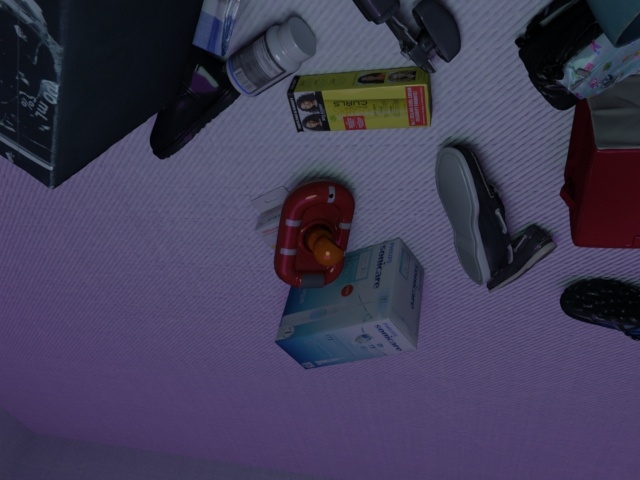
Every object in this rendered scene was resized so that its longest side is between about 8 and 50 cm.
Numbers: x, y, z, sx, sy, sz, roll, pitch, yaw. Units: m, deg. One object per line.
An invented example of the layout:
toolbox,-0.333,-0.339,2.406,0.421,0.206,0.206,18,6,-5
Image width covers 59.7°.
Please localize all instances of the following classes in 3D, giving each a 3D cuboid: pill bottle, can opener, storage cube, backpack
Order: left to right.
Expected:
pill bottle,-0.079,-0.292,0.890,0.137,0.078,0.078,-20,128,34
can opener,0.097,-0.356,0.788,0.095,0.076,0.283,-41,120,8
backpack,0.369,-0.271,0.742,0.115,0.152,0.182,31,126,-28
storage cube,0.481,-0.117,0.834,0.214,0.184,0.193,2,137,16

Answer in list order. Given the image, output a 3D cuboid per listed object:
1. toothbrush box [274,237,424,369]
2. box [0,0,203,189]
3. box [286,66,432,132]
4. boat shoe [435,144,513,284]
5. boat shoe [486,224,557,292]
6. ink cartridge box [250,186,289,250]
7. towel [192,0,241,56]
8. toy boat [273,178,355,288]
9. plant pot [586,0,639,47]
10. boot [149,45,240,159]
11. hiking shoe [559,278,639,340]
toothbrush box,0.068,0.146,1.238,0.295,0.217,0.126,-16,131,33
box,-0.376,-0.404,0.608,0.471,0.297,0.480,32,136,-1
box,0.067,-0.232,0.929,0.232,0.058,0.087,1,137,16
boat shoe,0.293,-0.056,1.039,0.091,0.114,0.303,-29,128,-11
boat shoe,0.402,0.040,1.151,0.065,0.075,0.206,57,148,18
ink cartridge box,-0.067,-0.023,1.206,0.104,0.062,0.181,-21,127,35
towel,-0.185,-0.415,0.747,0.209,0.034,0.285,26,125,4
toy boat,0.000,0.000,1.090,0.150,0.151,0.231,1,111,-23
plant pot,0.317,-0.337,0.458,0.196,0.290,0.290,56,136,8
boot,-0.279,-0.273,0.960,0.246,0.094,0.207,-30,126,33
hiking shoe,0.650,0.166,1.158,0.303,0.113,0.132,7,138,9
